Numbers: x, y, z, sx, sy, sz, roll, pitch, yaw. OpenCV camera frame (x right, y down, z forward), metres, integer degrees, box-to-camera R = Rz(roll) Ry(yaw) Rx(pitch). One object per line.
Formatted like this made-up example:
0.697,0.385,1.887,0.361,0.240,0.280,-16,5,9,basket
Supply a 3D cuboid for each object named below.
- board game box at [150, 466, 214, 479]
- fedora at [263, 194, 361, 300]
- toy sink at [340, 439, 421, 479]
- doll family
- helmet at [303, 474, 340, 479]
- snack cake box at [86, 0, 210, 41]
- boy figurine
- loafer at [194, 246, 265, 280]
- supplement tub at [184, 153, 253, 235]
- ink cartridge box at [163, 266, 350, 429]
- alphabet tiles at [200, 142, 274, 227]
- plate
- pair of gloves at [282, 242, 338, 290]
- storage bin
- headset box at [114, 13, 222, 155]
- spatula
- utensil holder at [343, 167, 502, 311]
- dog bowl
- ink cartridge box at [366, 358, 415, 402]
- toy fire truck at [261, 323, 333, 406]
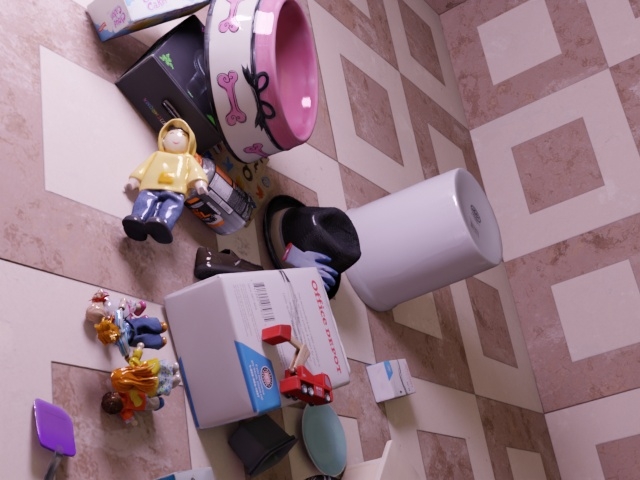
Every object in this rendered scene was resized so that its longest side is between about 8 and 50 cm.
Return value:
-0.248,0.536,1.401,0.097,0.224,0.303,11,60,-55,board game box
0.000,0.000,2.324,0.334,0.152,0.334,41,36,-40,fedora
0.129,0.616,2.112,0.153,0.131,0.234,56,32,-20,toy sink
-0.338,0.198,1.607,0.163,0.118,0.263,9,62,-58,doll family
0.005,0.584,1.882,0.161,0.169,0.169,23,48,-74,helmet
-0.363,-0.534,1.974,0.264,0.152,0.089,-29,103,-38,snack cake box
-0.311,-0.128,1.843,0.092,0.177,0.285,81,20,-56,boy figurine
-0.199,0.054,2.006,0.220,0.080,0.078,19,54,-55,loafer
-0.250,-0.107,1.998,0.190,0.117,0.117,44,35,-36,supplement tub
-0.125,0.220,1.916,0.395,0.166,0.285,-1,72,-60,ink cartridge box
-0.226,-0.201,2.228,0.285,0.011,0.342,57,29,-19,alphabet tiles
0.004,0.471,2.115,0.188,0.024,0.188,39,39,-41,plate
-0.048,0.112,2.187,0.159,0.023,0.198,31,72,-17,pair of gloves
-0.128,0.427,1.855,0.091,0.098,0.135,45,22,18,storage bin
-0.307,-0.347,2.049,0.246,0.131,0.283,52,31,-19,headset box
-0.427,0.392,1.397,0.084,0.030,0.296,38,39,-47,spatula
0.294,-0.005,2.601,0.327,0.385,0.327,42,36,-40,utensil holder
-0.120,-0.384,2.038,0.408,0.150,0.408,-3,90,-73,dog bowl
0.207,0.391,2.497,0.180,0.060,0.104,6,64,-60,ink cartridge box
-0.044,0.255,1.808,0.192,0.047,0.135,31,47,-51,toy fire truck
